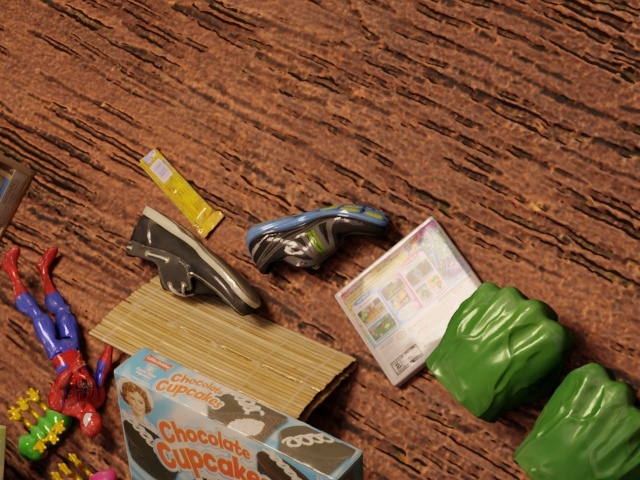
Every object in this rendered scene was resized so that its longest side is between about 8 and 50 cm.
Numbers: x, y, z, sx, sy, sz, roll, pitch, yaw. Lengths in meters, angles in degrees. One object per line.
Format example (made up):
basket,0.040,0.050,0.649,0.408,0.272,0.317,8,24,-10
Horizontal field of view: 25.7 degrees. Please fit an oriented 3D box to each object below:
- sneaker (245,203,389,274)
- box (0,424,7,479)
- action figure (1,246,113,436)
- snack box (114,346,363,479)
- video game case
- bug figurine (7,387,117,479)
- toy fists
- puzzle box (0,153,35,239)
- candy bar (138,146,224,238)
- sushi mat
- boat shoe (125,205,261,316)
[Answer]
sneaker,0.000,0.000,1.734,0.188,0.067,0.078,-13,91,21
box,-0.502,0.384,1.803,0.232,0.058,0.322,3,90,40
action figure,-0.322,0.114,1.818,0.139,0.091,0.280,-46,58,40
snack box,-0.095,0.263,1.632,0.322,0.187,0.060,21,42,30
video game case,0.113,0.072,1.674,0.157,0.019,0.143,-40,62,12
bug figurine,-0.370,0.331,1.806,0.216,0.072,0.279,-45,57,1
toy fists,0.250,0.165,1.539,0.279,0.096,0.142,47,108,27
puzzle box,-0.565,0.039,1.872,0.052,0.272,0.409,25,88,30
candy bar,-0.188,-0.068,1.862,0.040,0.018,0.161,-46,61,3
sushi mat,-0.122,0.132,1.721,0.316,0.019,0.151,22,44,29
boat shoe,-0.162,0.040,1.781,0.233,0.084,0.079,34,88,37
